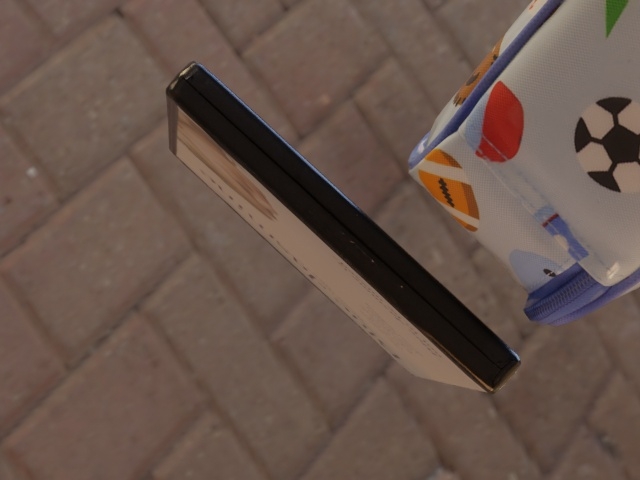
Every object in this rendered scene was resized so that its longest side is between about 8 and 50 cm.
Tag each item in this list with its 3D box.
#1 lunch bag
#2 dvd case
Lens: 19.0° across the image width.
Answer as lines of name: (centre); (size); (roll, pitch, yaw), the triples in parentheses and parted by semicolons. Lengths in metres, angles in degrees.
lunch bag: (0.186, -0.107, 0.735); (0.115, 0.303, 0.243); (51, 37, 3)
dvd case: (0.000, 0.000, 0.879); (0.180, 0.253, 0.022); (42, 86, -1)
